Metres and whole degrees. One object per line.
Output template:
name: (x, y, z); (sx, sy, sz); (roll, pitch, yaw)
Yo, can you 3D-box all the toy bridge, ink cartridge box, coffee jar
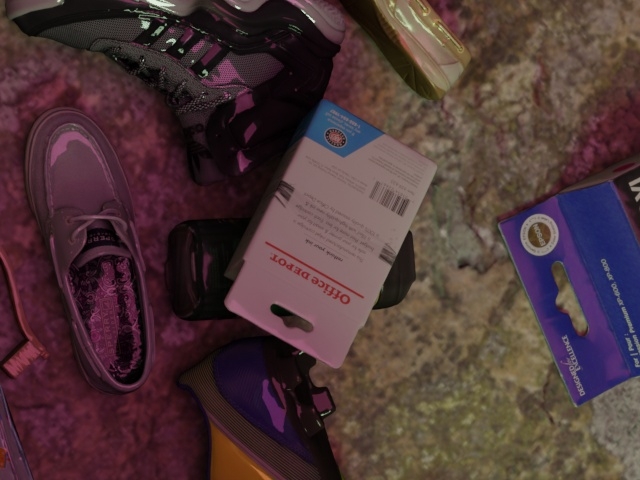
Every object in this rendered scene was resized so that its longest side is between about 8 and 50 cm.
toy bridge: (-0.270, 0.021, 1.488); (0.063, 0.026, 0.188); (-45, 103, -15)
ink cartridge box: (0.347, -0.013, 1.678); (0.371, 0.069, 0.176); (-25, 98, -15)
coffee jar: (-0.022, 0.020, 1.533); (0.184, 0.096, 0.079); (-3, 86, -18)
ink cartridge box: (0.000, 0.000, 1.460); (0.104, 0.060, 0.180); (30, 71, -10)

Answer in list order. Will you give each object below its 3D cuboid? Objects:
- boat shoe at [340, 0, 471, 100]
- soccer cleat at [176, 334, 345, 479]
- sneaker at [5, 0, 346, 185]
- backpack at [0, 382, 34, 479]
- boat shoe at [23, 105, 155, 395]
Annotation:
boat shoe: (0.061, -0.194, 1.585); (0.059, 0.063, 0.170); (-43, 111, -17)
soccer cleat: (-0.028, 0.216, 1.543); (0.121, 0.093, 0.289); (-17, 95, 16)
sneaker: (-0.109, -0.121, 1.501); (0.268, 0.101, 0.153); (5, 85, -21)
backpack: (-0.304, 0.182, 1.416); (0.188, 0.144, 0.166); (-19, 101, -15)
boat shoe: (-0.167, 0.007, 1.493); (0.079, 0.081, 0.227); (-14, 94, -18)
